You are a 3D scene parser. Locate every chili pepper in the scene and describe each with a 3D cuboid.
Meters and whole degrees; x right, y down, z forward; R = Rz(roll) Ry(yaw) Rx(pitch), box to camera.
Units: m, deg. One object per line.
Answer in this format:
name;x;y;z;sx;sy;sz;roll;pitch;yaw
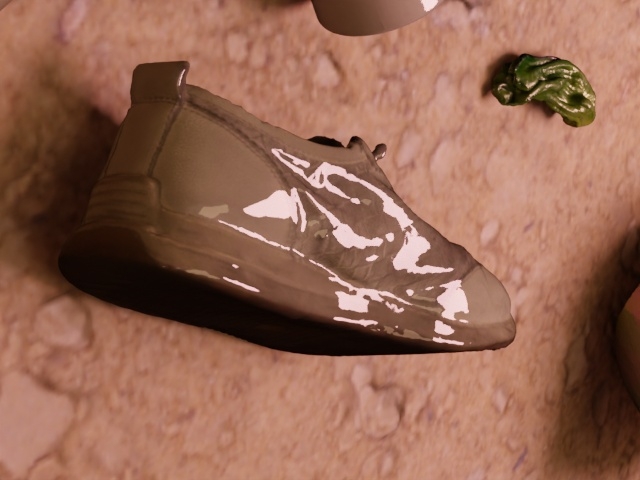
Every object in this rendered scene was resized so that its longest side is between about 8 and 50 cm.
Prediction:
chili pepper;0.134;-0.088;0.908;0.091;0.030;0.034;11;118;-48

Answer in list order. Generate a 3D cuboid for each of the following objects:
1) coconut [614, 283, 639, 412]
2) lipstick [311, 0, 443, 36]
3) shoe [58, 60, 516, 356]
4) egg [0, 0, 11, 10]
coconut;0.304;0.078;1.021;0.236;0.236;0.204;-48;168;-28
lipstick;-0.006;-0.212;0.672;0.070;0.070;0.254;-45;132;-31
shoe;0.000;0.000;0.729;0.275;0.103;0.098;22;74;-51
egg;-0.195;-0.133;0.319;0.345;0.283;0.283;-29;124;-25
